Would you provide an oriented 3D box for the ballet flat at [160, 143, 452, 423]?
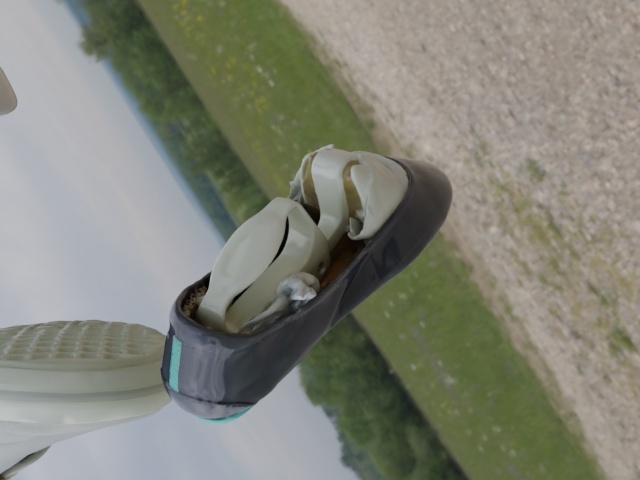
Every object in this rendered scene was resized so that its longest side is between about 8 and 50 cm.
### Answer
[{"bbox_3d":[0.000,0.000,0.464,0.074,0.203,0.074,27,141,25],"label":"ballet flat"}]

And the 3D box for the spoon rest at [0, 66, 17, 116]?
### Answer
[{"bbox_3d":[-0.264,-0.071,0.405,0.276,0.084,0.137,2,-164,-41],"label":"spoon rest"}]

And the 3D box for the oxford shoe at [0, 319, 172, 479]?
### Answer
[{"bbox_3d":[-0.252,0.123,0.624,0.169,0.450,0.130,2,-101,-52],"label":"oxford shoe"}]
